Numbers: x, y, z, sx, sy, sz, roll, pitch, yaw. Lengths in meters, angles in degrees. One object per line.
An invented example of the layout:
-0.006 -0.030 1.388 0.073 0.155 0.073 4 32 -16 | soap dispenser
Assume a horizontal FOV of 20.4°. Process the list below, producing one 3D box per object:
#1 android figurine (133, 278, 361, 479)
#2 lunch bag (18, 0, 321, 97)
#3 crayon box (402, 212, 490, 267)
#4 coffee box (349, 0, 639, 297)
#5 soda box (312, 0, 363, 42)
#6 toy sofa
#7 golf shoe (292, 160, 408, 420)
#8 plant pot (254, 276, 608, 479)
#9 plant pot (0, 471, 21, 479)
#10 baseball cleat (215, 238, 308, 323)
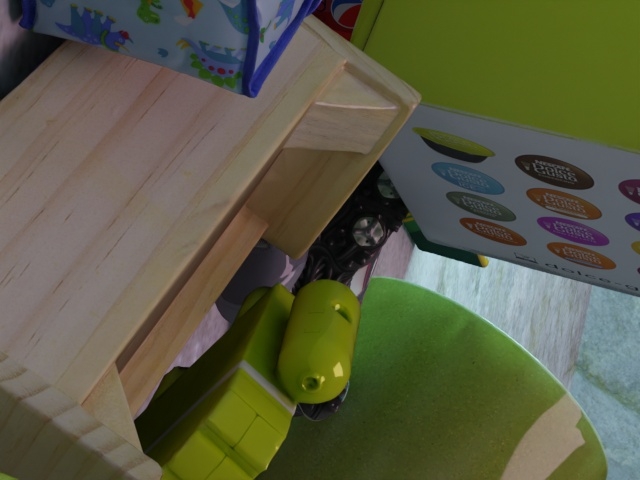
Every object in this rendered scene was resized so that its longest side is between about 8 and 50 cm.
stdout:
-0.075 0.123 1.039 0.248 0.056 0.273 -44 -170 19 | android figurine
-0.061 -0.154 0.869 0.096 0.129 0.151 96 15 -48 | lunch bag
0.138 -0.113 1.733 0.323 0.083 0.203 54 54 -72 | crayon box
0.244 -0.159 1.200 0.334 0.338 0.338 52 54 -68 | coffee box
0.046 -0.228 1.255 0.263 0.092 0.083 -53 152 -52 | soda box
-0.107 0.005 0.898 0.150 0.177 0.362 -54 -178 41 | toy sofa
0.000 0.000 1.367 0.120 0.105 0.273 -105 -147 -83 | golf shoe
0.041 0.229 1.470 0.293 0.275 0.275 -49 156 -22 | plant pot
-0.177 0.221 0.678 0.207 0.227 0.228 96 15 -55 | plant pot
-0.039 -0.048 1.217 0.109 0.072 0.206 53 48 -55 | baseball cleat
